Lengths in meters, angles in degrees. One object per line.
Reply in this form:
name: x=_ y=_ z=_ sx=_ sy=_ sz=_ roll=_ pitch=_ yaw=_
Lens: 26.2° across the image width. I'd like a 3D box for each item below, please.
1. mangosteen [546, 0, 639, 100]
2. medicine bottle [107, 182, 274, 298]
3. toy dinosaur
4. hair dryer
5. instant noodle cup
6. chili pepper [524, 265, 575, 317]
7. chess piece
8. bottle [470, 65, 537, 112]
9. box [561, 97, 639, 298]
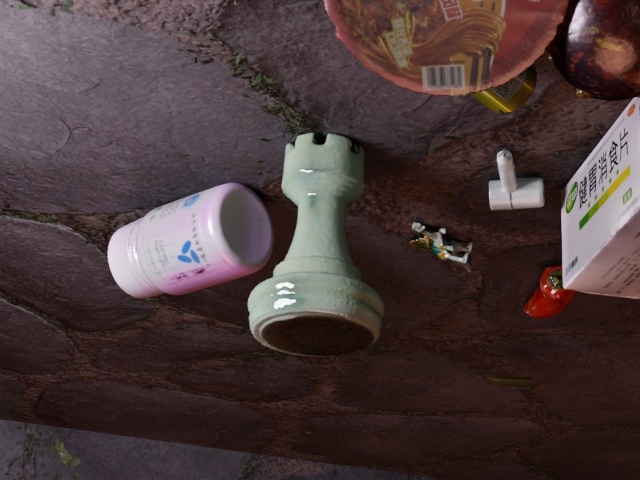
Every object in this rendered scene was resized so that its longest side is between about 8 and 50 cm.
mangosteen: x=0.351 y=-0.255 z=1.513 sx=0.217 sy=0.192 sz=0.192 roll=-8 pitch=154 yaw=14
medicine bottle: x=-0.211 y=0.007 z=2.202 sx=0.255 sy=0.152 sz=0.152 roll=-16 pitch=150 yaw=36
toy dinosaur: x=0.202 y=0.014 z=2.317 sx=0.106 sy=0.044 sz=0.187 roll=13 pitch=170 yaw=10
hair dryer: x=0.289 y=-0.095 z=2.060 sx=0.082 sy=0.047 sz=0.137 roll=-4 pitch=148 yaw=13
instant noodle cup: x=0.140 y=-0.296 z=1.490 sx=0.274 sy=0.090 sz=0.274 roll=4 pitch=116 yaw=9
chili pepper: x=0.411 y=0.094 z=2.439 sx=0.063 sy=0.071 sz=0.272 roll=-34 pitch=166 yaw=-13
chess piece: x=0.000 y=0.000 z=1.981 sx=0.195 sy=0.299 sz=0.194 roll=3 pitch=155 yaw=1
bottle: x=0.158 y=-0.248 z=1.678 sx=0.082 sy=0.082 sz=0.286 roll=-16 pitch=150 yaw=35
box: x=0.463 y=-0.053 z=1.969 sx=0.145 sy=0.173 sz=0.333 roll=8 pitch=155 yaw=-8
